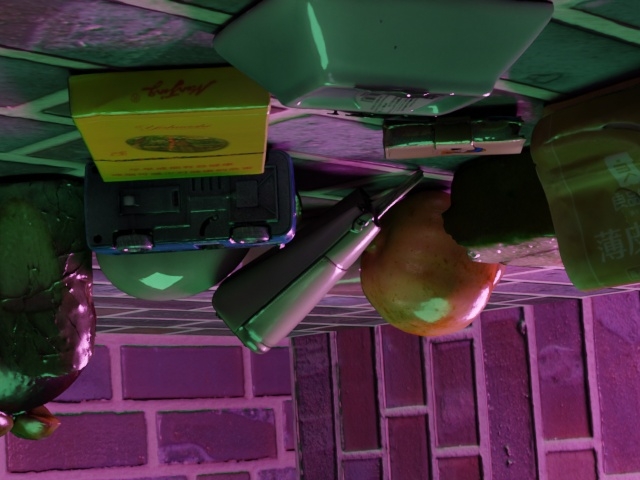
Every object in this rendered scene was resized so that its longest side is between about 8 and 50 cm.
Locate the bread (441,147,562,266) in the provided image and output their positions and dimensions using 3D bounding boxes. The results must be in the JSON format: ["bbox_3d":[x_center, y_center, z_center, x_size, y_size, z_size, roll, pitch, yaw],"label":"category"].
[{"bbox_3d":[0.347,-0.037,1.966,0.382,0.129,0.366,-2,172,-7],"label":"bread"}]

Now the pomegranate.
[{"bbox_3d":[0.153,0.034,2.103,0.207,0.207,0.207,-3,172,0],"label":"pomegranate"}]

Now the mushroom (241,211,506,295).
[{"bbox_3d":[0.085,0.022,2.255,0.407,0.137,0.154,-5,161,-7],"label":"mushroom"}]

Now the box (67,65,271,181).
[{"bbox_3d":[-0.146,-0.114,1.520,0.187,0.047,0.335,-3,173,-4],"label":"box"}]

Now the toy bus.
[{"bbox_3d":[-0.150,-0.042,1.773,0.246,0.113,0.134,-4,172,4],"label":"toy bus"}]

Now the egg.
[{"bbox_3d":[-0.188,0.001,1.931,0.209,0.151,0.151,-8,174,-20],"label":"egg"}]

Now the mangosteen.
[{"bbox_3d":[-0.492,0.145,2.260,0.330,0.330,0.330,-3,172,0],"label":"mangosteen"}]

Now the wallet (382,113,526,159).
[{"bbox_3d":[0.146,-0.116,1.647,0.155,0.039,0.110,-3,175,2],"label":"wallet"}]

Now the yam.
[{"bbox_3d":[-0.360,0.034,1.909,0.154,0.254,0.154,-4,-165,1],"label":"yam"}]

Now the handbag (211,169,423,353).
[{"bbox_3d":[0.000,0.000,1.942,0.315,0.109,0.241,-45,-175,7],"label":"handbag"}]

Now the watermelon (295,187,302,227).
[{"bbox_3d":[-0.073,-0.050,1.882,0.105,0.105,0.062,-5,-146,9],"label":"watermelon"}]

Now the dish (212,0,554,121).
[{"bbox_3d":[0.051,-0.149,1.243,0.243,0.080,0.182,0,171,-27],"label":"dish"}]

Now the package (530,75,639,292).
[{"bbox_3d":[0.357,-0.089,1.498,0.165,0.221,0.311,27,155,-32],"label":"package"}]
